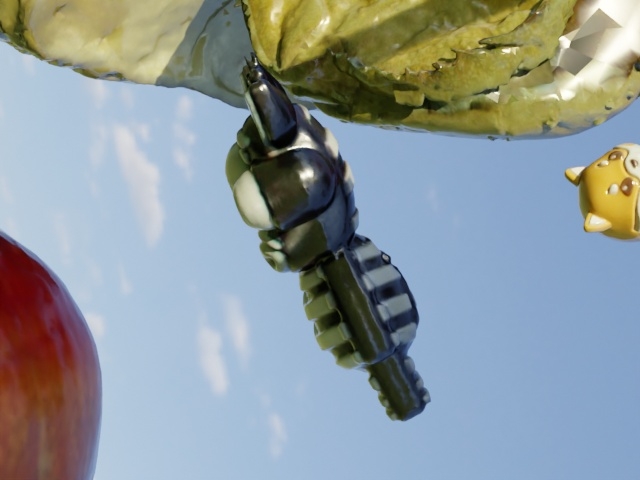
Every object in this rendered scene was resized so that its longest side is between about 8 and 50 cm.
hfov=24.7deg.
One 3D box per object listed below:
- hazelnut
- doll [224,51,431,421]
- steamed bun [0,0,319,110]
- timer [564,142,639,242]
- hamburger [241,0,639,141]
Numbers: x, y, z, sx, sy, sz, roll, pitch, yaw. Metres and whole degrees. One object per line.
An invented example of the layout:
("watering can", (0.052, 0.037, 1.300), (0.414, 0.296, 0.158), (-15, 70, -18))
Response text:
("hazelnut", (-0.208, 0.094, 0.723), (0.229, 0.229, 0.230), (170, -90, -70))
("doll", (0.000, 0.000, 0.793), (0.091, 0.067, 0.219), (-104, 169, -73))
("steamed bun", (-0.079, -0.251, 1.168), (0.247, 0.428, 0.189), (-55, -129, 32))
("timer", (0.212, -0.032, 0.803), (0.132, 0.152, 0.132), (172, -90, -82))
("hamburger", (0.101, -0.176, 0.973), (0.284, 0.134, 0.266), (8, -113, 32))
